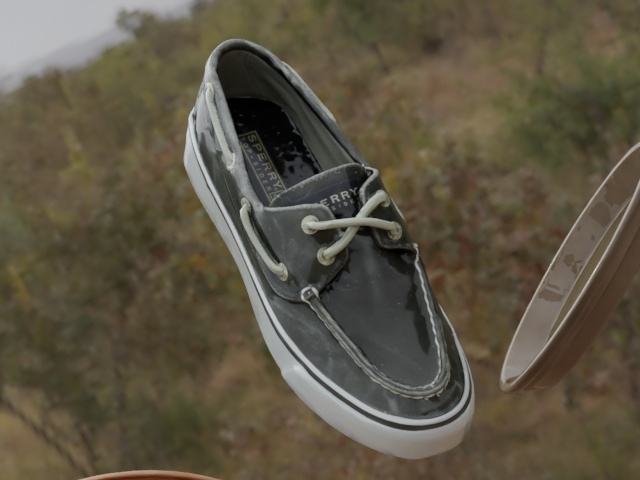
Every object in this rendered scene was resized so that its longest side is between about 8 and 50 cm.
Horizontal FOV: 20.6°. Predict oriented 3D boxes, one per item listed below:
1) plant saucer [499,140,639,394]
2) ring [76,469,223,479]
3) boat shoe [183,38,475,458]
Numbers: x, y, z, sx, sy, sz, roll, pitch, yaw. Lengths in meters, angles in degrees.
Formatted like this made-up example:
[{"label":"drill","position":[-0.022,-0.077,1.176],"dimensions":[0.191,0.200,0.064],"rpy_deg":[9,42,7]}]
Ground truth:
[{"label":"plant saucer","position":[0.254,0.031,1.666],"dimensions":[0.278,0.041,0.278],"rpy_deg":[-61,0,0]},{"label":"ring","position":[-0.127,0.312,1.200],"dimensions":[0.337,0.336,0.032],"rpy_deg":[-27,23,-1]},{"label":"boat shoe","position":[0.000,0.000,0.796],"dimensions":[0.078,0.219,0.070],"rpy_deg":[-21,-31,-24]}]
